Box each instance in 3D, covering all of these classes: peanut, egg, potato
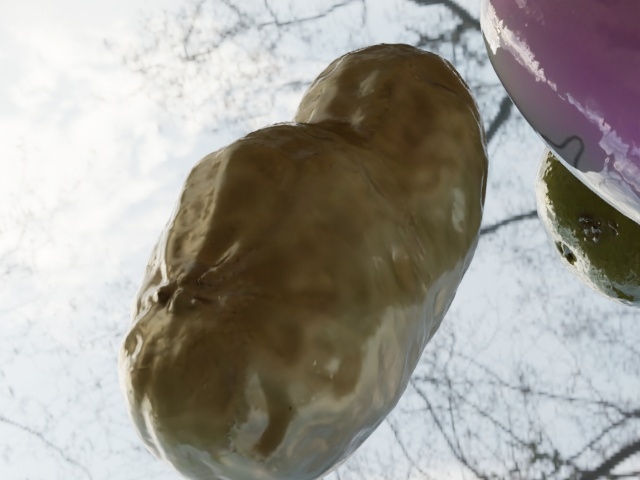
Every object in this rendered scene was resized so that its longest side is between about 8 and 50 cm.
[{"bbox_3d":[0.000,0.000,0.734,0.169,0.192,0.387,-18,-154,40],"label":"peanut"},{"bbox_3d":[0.211,-0.084,0.562,0.271,0.196,0.196,13,-140,8],"label":"egg"},{"bbox_3d":[0.283,-0.058,0.820,0.251,0.159,0.174,-31,-99,-1],"label":"potato"}]
